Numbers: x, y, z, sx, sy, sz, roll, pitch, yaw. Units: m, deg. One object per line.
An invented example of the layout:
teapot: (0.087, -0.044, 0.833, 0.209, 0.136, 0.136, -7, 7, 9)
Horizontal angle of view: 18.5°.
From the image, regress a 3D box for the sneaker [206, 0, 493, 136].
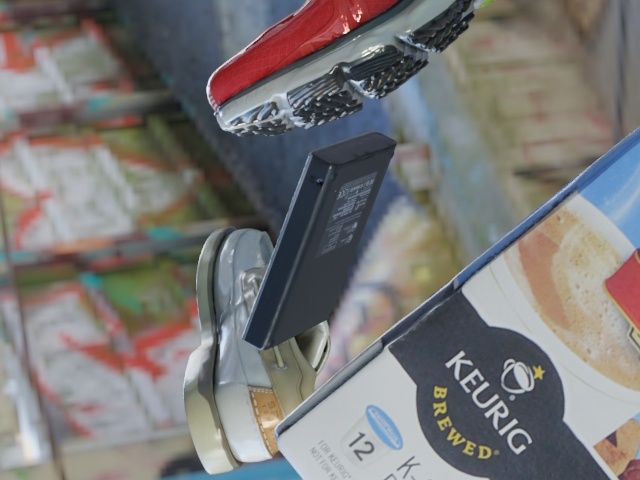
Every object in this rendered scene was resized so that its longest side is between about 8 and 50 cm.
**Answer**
sneaker: (0.041, -0.164, 1.060, 0.118, 0.279, 0.107, 50, 177, 8)

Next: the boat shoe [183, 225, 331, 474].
boat shoe: (-0.042, 0.080, 1.608, 0.302, 0.103, 0.113, -90, -17, -58)

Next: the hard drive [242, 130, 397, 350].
hard drive: (0.000, 0.000, 1.255, 0.022, 0.094, 0.135, 28, 113, 19)

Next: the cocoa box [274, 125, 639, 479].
cocoa box: (0.177, 0.081, 0.871, 0.231, 0.228, 0.347, 52, -165, 8)
